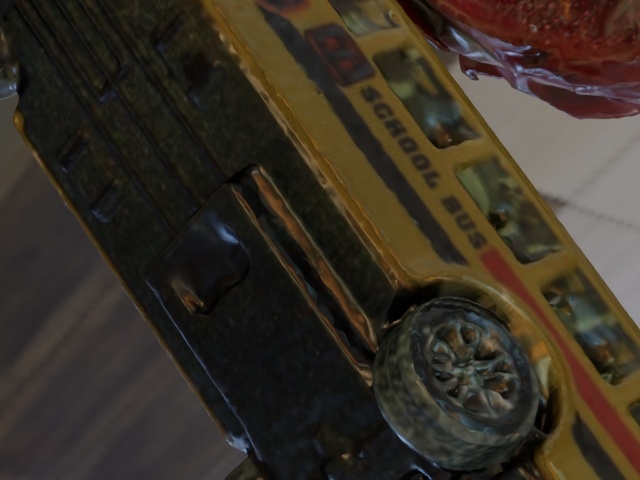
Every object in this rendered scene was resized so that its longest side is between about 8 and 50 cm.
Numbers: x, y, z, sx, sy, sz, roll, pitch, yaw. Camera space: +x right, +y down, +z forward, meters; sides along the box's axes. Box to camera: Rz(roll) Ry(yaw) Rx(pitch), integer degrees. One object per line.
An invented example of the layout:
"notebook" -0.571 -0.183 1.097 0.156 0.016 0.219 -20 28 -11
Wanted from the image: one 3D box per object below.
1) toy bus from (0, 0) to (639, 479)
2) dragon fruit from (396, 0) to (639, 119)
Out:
"toy bus" 0.000 0.000 0.640 0.123 0.335 0.121 -23 164 -45
"dragon fruit" 0.199 -0.234 1.127 0.371 0.386 0.249 8 164 17
